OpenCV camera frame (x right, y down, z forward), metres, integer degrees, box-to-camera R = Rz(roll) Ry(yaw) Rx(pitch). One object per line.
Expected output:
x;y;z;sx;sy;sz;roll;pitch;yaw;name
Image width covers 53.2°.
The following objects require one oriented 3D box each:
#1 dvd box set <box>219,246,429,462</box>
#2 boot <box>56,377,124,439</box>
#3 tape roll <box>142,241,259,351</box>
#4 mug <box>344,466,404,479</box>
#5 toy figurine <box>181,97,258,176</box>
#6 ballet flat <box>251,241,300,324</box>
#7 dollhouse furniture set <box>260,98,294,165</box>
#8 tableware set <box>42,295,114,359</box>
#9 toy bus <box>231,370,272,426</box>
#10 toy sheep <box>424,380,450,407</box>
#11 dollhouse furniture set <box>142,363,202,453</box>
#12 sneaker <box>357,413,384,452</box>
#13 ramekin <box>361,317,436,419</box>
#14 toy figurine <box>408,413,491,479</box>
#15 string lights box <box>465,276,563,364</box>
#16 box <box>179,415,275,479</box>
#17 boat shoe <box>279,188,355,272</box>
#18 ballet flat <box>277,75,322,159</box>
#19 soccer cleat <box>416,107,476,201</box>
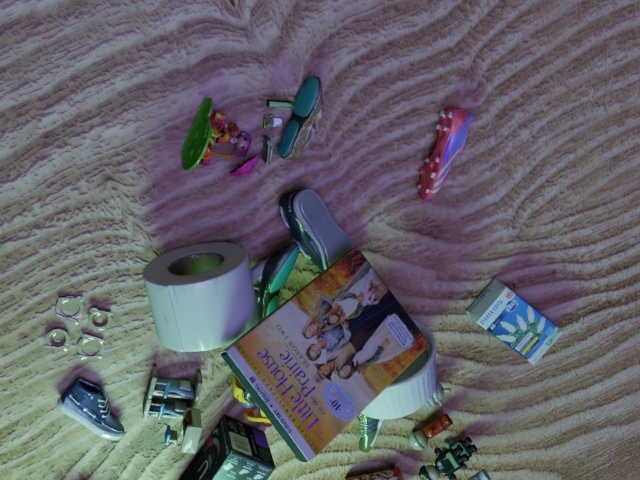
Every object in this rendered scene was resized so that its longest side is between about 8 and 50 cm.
0.022;0.251;1.476;0.420;0.062;0.308;-36;90;-29;dvd box set
-0.559;0.426;1.609;0.190;0.069;0.086;38;99;-22;boot
-0.274;0.125;1.485;0.246;0.246;0.169;-12;113;-11;tape roll
0.161;0.763;1.905;0.169;0.113;0.150;-4;108;-10;mug
-0.214;-0.219;1.470;0.159;0.130;0.173;19;79;-34;toy figurine
-0.139;0.117;1.597;0.096;0.095;0.280;25;109;15;ballet flat
-0.101;-0.251;1.489;0.058;0.076;0.152;1;108;-15;dollhouse furniture set
-0.586;0.215;1.554;0.141;0.020;0.169;17;104;-20;tableware set
-0.141;0.414;1.693;0.220;0.149;0.211;10;122;-16;toy bus
0.311;0.439;1.840;0.132;0.091;0.091;-16;115;18;toy sheep
-0.367;0.416;1.595;0.129;0.184;0.129;11;106;-18;dollhouse furniture set
0.134;0.514;1.838;0.086;0.064;0.192;22;102;-13;sneaker
0.173;0.334;1.671;0.277;0.277;0.135;-20;120;-7;ramekin
0.373;0.644;1.866;0.148;0.213;0.209;-38;117;11;toy figurine
0.559;0.234;1.841;0.259;0.077;0.133;35;98;-23;string lights box
-0.263;0.640;1.714;0.143;0.165;0.270;30;99;-23;box
0.000;0.000;1.602;0.114;0.091;0.302;-42;117;-34;boat shoe
-0.037;-0.284;1.510;0.067;0.073;0.206;12;111;-47;ballet flat
0.321;-0.213;1.618;0.095;0.083;0.248;10;104;-23;soccer cleat
